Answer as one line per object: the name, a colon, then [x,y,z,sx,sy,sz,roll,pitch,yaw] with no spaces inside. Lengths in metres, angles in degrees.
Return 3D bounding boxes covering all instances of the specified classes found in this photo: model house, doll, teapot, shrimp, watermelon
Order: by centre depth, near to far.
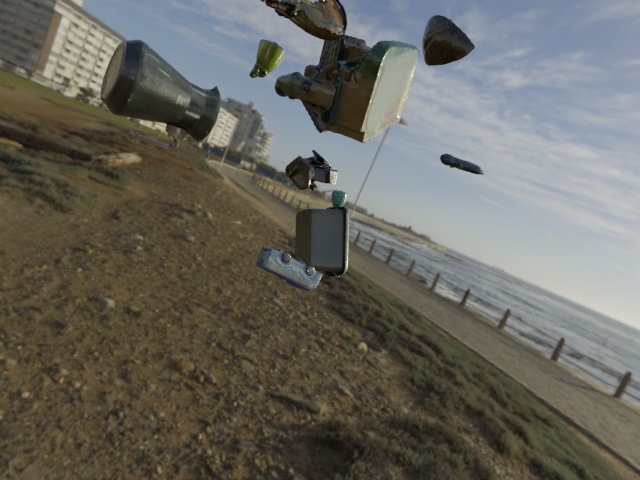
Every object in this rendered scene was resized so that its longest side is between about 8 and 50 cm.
shrimp: [-0.048,-0.544,0.999,0.261,0.118,0.066,7,-17,-39]
doll: [0.368,-0.196,1.116,0.125,0.027,0.037,19,36,-5]
model house: [0.063,-0.422,1.127,0.280,0.245,0.312,26,32,18]
teapot: [-0.549,-0.478,1.478,0.343,0.300,0.253,19,16,-40]
doll: [0.058,-0.112,1.613,0.059,0.159,0.159,11,1,0]
watermelon: [-0.142,-0.609,1.692,0.078,0.078,0.111,22,36,-13]
model house: [-0.023,-0.269,1.721,0.164,0.141,0.203,5,36,-34]

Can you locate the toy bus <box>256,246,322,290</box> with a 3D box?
toy bus: [-0.068,0.063,0.948,0.153,0.061,0.051,32,-10,-33]

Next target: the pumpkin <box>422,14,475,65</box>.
pumpkin: [0.530,-0.904,1.949,0.169,0.148,0.312,48,-5,-34]

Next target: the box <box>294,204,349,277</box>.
box: [0.000,0.000,1.432,0.134,0.244,0.163,4,-4,-26]

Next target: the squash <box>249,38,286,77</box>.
squash: [-0.193,-0.624,1.516,0.105,0.132,0.105,25,1,-1]
